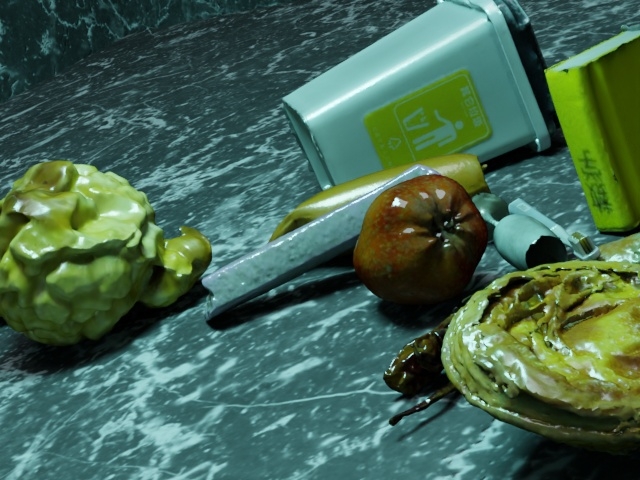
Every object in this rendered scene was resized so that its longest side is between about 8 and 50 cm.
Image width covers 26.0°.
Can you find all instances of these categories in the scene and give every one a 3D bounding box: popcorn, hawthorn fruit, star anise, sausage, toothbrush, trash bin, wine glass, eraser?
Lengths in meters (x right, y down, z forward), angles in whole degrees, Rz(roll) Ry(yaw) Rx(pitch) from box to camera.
[{"bbox_3d":[-0.314,0.017,1.881,0.332,0.225,0.265,2,37,-27],"label":"popcorn"},{"bbox_3d":[0.104,0.010,1.668,0.162,0.163,0.203,-27,-5,-27],"label":"hawthorn fruit"},{"bbox_3d":[0.114,0.129,1.431,0.190,0.070,0.097,-36,-1,-40],"label":"star anise"},{"bbox_3d":[0.070,-0.038,1.863,0.328,0.112,0.112,-16,19,3],"label":"sausage"},{"bbox_3d":[0.275,-0.015,1.670,0.025,0.030,0.342,-33,10,1],"label":"toothbrush"},{"bbox_3d":[0.142,-0.209,2.101,0.367,0.256,0.296,-28,22,-5],"label":"trash bin"},{"bbox_3d":[0.229,-0.004,1.651,0.074,0.074,0.262,-19,14,-6],"label":"wine glass"},{"bbox_3d":[0.376,-0.136,1.700,0.158,0.226,0.069,-29,14,-31],"label":"eraser"}]

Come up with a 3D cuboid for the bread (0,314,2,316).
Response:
[{"bbox_3d":[-0.416,0.028,2.042,0.236,0.140,0.106,-19,16,-6],"label":"bread"}]

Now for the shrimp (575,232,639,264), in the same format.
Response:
[{"bbox_3d":[0.374,0.029,1.467,0.294,0.062,0.154,-20,20,31],"label":"shrimp"}]

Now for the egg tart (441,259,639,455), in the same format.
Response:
[{"bbox_3d":[0.259,0.114,1.270,0.297,0.132,0.297,-4,28,2],"label":"egg tart"}]

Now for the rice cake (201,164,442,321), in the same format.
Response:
[{"bbox_3d":[0.000,0.000,1.780,0.365,0.056,0.072,-27,-9,5],"label":"rice cake"}]
